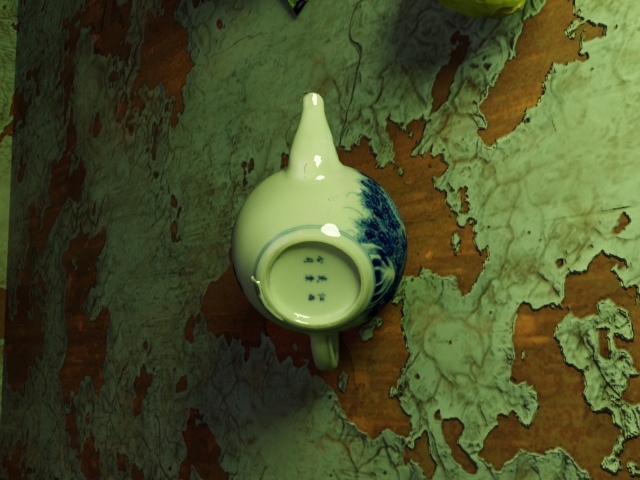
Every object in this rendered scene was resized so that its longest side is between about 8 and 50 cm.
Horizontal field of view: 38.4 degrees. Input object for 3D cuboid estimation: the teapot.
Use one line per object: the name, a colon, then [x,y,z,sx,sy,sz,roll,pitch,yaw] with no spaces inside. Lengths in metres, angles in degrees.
teapot: [0.000,0.000,1.347,0.280,0.252,0.423,-82,-12,-64]

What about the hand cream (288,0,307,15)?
hand cream: [-0.057,-0.448,1.646,0.036,0.023,0.122,-52,47,22]

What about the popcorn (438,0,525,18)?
popcorn: [0.198,-0.374,1.122,0.184,0.204,0.221,-40,30,14]
